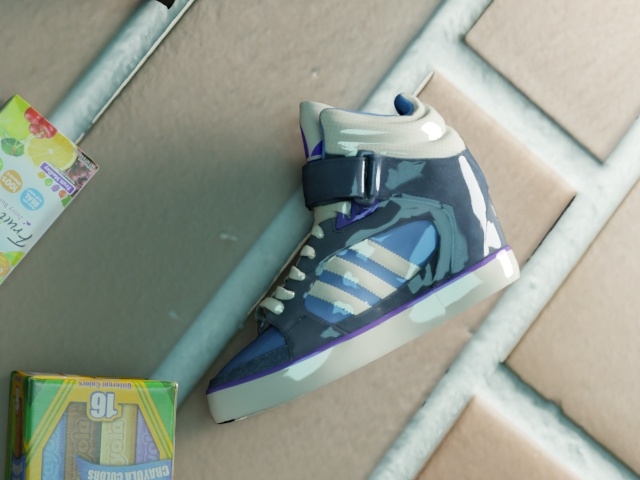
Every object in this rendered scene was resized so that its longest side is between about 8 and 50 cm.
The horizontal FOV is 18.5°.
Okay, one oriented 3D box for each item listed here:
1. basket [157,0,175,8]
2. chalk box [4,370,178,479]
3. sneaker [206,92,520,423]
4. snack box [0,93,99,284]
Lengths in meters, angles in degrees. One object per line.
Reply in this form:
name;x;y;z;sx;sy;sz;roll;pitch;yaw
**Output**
basket;-0.203;-0.336;1.701;0.227;0.154;0.204;20;82;-12
chalk box;-0.204;0.223;1.692;0.132;0.132;0.213;5;86;-17
sneaker;0.000;0.000;1.773;0.323;0.130;0.236;-27;87;-11
snack box;-0.277;-0.044;1.726;0.100;0.037;0.141;42;78;-11
